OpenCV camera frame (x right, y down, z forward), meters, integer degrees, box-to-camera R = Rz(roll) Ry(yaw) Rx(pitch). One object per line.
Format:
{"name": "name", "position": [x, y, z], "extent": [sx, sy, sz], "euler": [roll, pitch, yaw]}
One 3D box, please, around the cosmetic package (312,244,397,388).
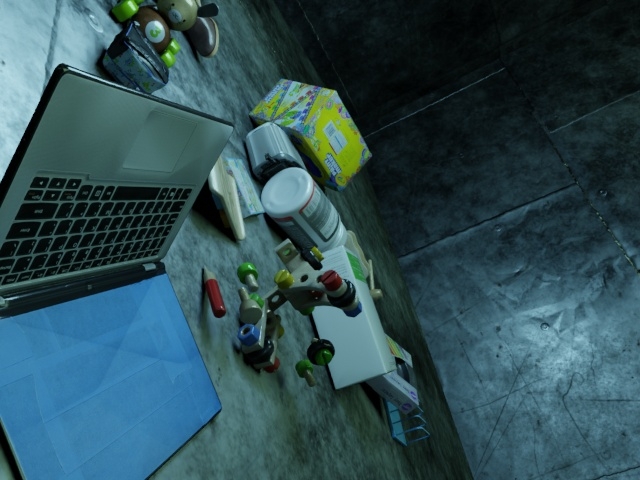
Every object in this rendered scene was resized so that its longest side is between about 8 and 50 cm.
{"name": "cosmetic package", "position": [0.076, 0.220, 1.506], "extent": [0.197, 0.155, 0.366], "euler": [30, 39, -72]}

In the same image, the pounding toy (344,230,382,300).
{"name": "pounding toy", "position": [0.085, 0.093, 1.750], "extent": [0.270, 0.154, 0.155], "euler": [65, 14, 1]}

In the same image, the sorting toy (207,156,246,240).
{"name": "sorting toy", "position": [-0.220, -0.122, 1.164], "extent": [0.208, 0.038, 0.193], "euler": [75, 0, -61]}

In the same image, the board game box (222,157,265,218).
{"name": "board game box", "position": [-0.199, -0.134, 1.348], "extent": [0.154, 0.026, 0.103], "euler": [66, 14, 0]}

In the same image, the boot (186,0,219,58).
{"name": "boot", "position": [-0.383, -0.618, 1.405], "extent": [0.206, 0.090, 0.249], "euler": [-4, 71, -62]}

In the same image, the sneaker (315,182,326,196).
{"name": "sneaker", "position": [-0.044, -0.245, 1.976], "extent": [0.130, 0.108, 0.287], "euler": [53, 24, -72]}

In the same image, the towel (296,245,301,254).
{"name": "towel", "position": [-0.058, 0.059, 1.583], "extent": [0.060, 0.009, 0.083], "euler": [57, 17, -28]}

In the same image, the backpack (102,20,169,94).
{"name": "backpack", "position": [-0.351, -0.337, 1.012], "extent": [0.114, 0.084, 0.105], "euler": [48, 23, -37]}

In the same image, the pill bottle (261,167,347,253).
{"name": "pill bottle", "position": [-0.039, -0.071, 1.554], "extent": [0.283, 0.161, 0.161], "euler": [49, 22, -50]}

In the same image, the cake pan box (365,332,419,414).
{"name": "cake pan box", "position": [0.210, 0.408, 1.741], "extent": [0.267, 0.070, 0.246], "euler": [42, 24, -17]}

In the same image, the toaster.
{"name": "toaster", "position": [-0.135, -0.244, 1.560], "extent": [0.227, 0.129, 0.147], "euler": [36, 29, -60]}

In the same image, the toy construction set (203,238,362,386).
{"name": "toy construction set", "position": [-0.098, 0.102, 1.078], "extent": [0.308, 0.258, 0.237], "euler": [25, 19, -35]}

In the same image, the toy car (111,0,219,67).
{"name": "toy car", "position": [-0.322, -0.494, 1.154], "extent": [0.155, 0.188, 0.149], "euler": [55, 18, -36]}

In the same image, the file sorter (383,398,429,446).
{"name": "file sorter", "position": [0.292, 0.590, 1.802], "extent": [0.118, 0.104, 0.170], "euler": [51, 20, -46]}

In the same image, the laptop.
{"name": "laptop", "position": [-0.197, 0.060, 0.663], "extent": [0.236, 0.408, 0.382], "euler": [33, 11, 9]}

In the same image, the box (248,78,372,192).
{"name": "box", "position": [-0.031, -0.346, 1.735], "extent": [0.279, 0.177, 0.290], "euler": [29, -16, 44]}
